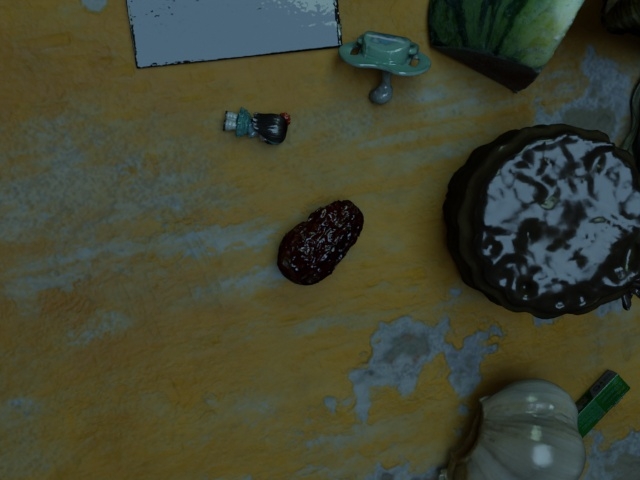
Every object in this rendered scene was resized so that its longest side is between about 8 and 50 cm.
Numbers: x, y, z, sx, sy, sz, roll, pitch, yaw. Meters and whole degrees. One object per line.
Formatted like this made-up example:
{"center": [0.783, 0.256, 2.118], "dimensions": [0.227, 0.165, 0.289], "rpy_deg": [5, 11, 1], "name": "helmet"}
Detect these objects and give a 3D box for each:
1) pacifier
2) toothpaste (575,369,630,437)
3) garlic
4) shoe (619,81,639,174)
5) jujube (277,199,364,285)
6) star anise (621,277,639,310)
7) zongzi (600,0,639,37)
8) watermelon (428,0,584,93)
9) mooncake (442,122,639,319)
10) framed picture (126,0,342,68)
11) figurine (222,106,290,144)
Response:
{"center": [0.103, -0.282, 1.093], "dimensions": [0.150, 0.126, 0.116], "rpy_deg": [8, 131, 5], "name": "pacifier"}
{"center": [0.493, 0.318, 1.235], "dimensions": [0.178, 0.037, 0.043], "rpy_deg": [-45, 97, -4], "name": "toothpaste"}
{"center": [0.352, 0.375, 1.141], "dimensions": [0.203, 0.185, 0.281], "rpy_deg": [20, 91, -19], "name": "garlic"}
{"center": [0.603, -0.200, 1.169], "dimensions": [0.099, 0.112, 0.227], "rpy_deg": [17, 94, -10], "name": "shoe"}
{"center": [0.000, -0.001, 1.090], "dimensions": [0.104, 0.104, 0.166], "rpy_deg": [40, 83, -11], "name": "jujube"}
{"center": [0.598, 0.033, 1.211], "dimensions": [0.227, 0.218, 0.148], "rpy_deg": [-5, 59, -33], "name": "star anise"}
{"center": [0.556, -0.332, 1.054], "dimensions": [0.289, 0.154, 0.317], "rpy_deg": [-44, 116, -33], "name": "zongzi"}
{"center": [0.320, -0.382, 1.105], "dimensions": [0.262, 0.201, 0.212], "rpy_deg": [25, 91, 30], "name": "watermelon"}
{"center": [0.363, -0.030, 1.078], "dimensions": [0.324, 0.187, 0.323], "rpy_deg": [0, 97, 3], "name": "mooncake"}
{"center": [-0.143, -0.421, 1.068], "dimensions": [0.339, 0.014, 0.255], "rpy_deg": [-9, 97, -9], "name": "framed picture"}
{"center": [-0.103, -0.189, 1.082], "dimensions": [0.106, 0.047, 0.060], "rpy_deg": [10, 57, -4], "name": "figurine"}
